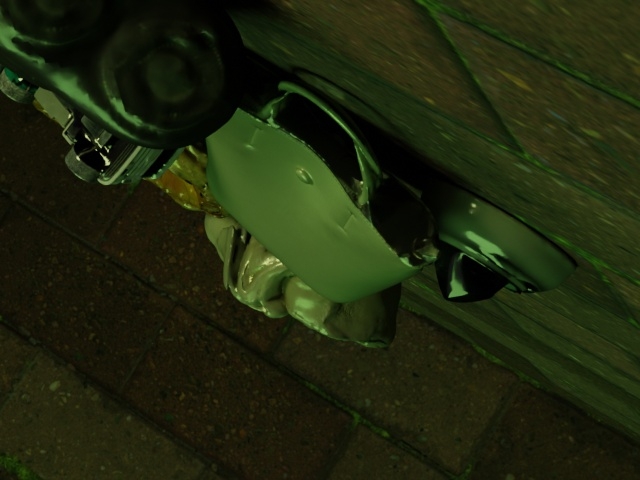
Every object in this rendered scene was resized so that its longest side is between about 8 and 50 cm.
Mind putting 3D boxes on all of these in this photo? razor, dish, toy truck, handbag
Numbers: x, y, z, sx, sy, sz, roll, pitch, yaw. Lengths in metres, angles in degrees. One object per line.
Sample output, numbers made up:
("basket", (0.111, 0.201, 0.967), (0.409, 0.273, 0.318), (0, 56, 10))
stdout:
("razor", (-0.174, -0.160, 1.093), (0.204, 0.113, 0.349), (34, 178, -24))
("dish", (0.127, 0.018, 1.301), (0.141, 0.078, 0.141), (31, 177, 2))
("toy truck", (-0.192, -0.147, 1.375), (0.216, 0.110, 0.116), (49, -155, 21))
("handbag", (-0.011, -0.048, 1.286), (0.241, 0.109, 0.315), (41, 175, 4))

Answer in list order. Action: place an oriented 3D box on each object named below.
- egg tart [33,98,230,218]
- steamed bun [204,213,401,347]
("egg tart", (-0.177, -0.131, 1.618), (0.290, 0.115, 0.290), (30, 175, 3))
("steamed bun", (-0.002, -0.001, 1.718), (0.211, 0.144, 0.218), (16, -148, -29))
